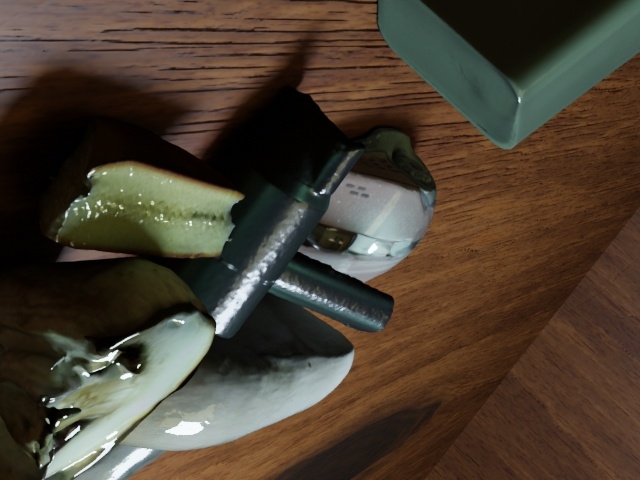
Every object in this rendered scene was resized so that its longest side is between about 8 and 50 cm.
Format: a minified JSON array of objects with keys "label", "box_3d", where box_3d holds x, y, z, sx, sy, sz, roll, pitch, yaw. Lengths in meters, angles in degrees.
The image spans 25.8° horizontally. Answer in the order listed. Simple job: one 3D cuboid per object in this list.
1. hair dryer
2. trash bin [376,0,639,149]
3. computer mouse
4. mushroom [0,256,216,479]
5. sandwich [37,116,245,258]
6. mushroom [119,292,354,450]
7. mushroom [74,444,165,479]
[{"label":"hair dryer","box_3d":[0.000,0.000,1.464,0.302,0.116,0.244,25,110,-44]},{"label":"trash bin","box_3d":[0.249,-0.274,1.415,0.343,0.223,0.158,-40,160,-14]},{"label":"computer mouse","box_3d":[0.037,-0.022,1.628,0.389,0.115,0.199,-13,139,-59]},{"label":"mushroom","box_3d":[-0.220,0.094,1.225,0.189,0.164,0.267,-31,160,-37]},{"label":"sandwich","box_3d":[-0.163,-0.042,1.199,0.094,0.096,0.258,-57,158,9]},{"label":"mushroom","box_3d":[-0.134,0.142,1.487,0.397,0.177,0.126,-16,144,-56]},{"label":"mushroom","box_3d":[-0.228,0.226,1.590,0.278,0.099,0.096,-37,153,-16]}]
